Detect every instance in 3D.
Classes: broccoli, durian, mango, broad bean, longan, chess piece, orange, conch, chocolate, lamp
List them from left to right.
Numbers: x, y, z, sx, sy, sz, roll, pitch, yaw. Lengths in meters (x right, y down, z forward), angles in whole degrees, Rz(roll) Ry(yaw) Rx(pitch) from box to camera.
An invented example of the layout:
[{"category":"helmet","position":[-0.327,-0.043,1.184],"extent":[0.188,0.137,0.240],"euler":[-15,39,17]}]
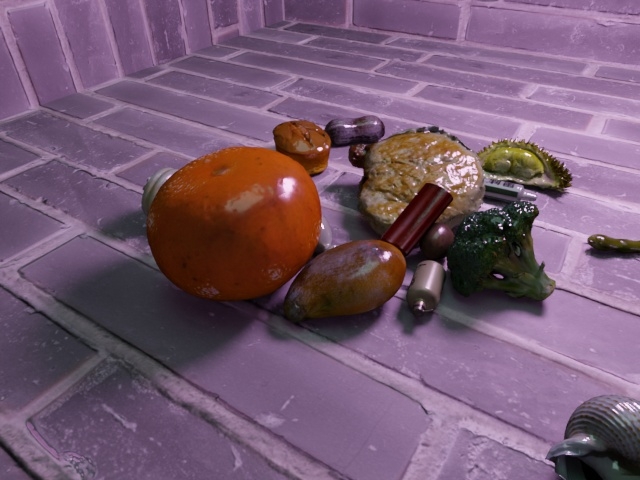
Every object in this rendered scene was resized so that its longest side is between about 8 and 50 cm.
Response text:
[{"category":"chess piece","position":[-0.361,-0.093,1.438],"extent":[0.297,0.176,0.176],"euler":[22,41,8]},{"category":"orange","position":[-0.202,-0.034,1.184],"extent":[0.423,0.326,0.424],"euler":[-11,40,9]},{"category":"lamp","position":[0.000,0.000,1.323],"extent":[0.106,0.106,0.193],"euler":[-21,49,-25]},{"category":"mango","position":[0.056,0.101,1.158],"extent":[0.316,0.146,0.193],"euler":[-25,40,-8]},{"category":"chocolate","position":[0.133,-0.433,1.891],"extent":[0.247,0.110,0.110],"euler":[-9,37,-6]},{"category":"longan","position":[0.313,0.008,1.303],"extent":[0.092,0.114,0.113],"euler":[13,39,28]},{"category":"broccoli","position":[0.455,0.033,1.181],"extent":[0.268,0.269,0.254],"euler":[21,47,27]},{"category":"durian","position":[0.678,-0.246,1.653],"extent":[0.351,0.158,0.169],"euler":[17,75,22]},{"category":"conch","position":[0.483,0.355,0.810],"extent":[0.199,0.131,0.173],"euler":[-24,63,14]},{"category":"broad bean","position":[0.860,0.010,1.324],"extent":[0.255,0.053,0.052],"euler":[1,-1,2]}]

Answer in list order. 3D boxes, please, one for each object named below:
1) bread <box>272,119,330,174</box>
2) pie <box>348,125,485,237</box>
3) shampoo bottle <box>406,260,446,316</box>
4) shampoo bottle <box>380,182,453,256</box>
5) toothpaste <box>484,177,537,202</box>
[{"category":"bread","position":[-0.070,-0.344,1.748],"extent":[0.195,0.143,0.270],"euler":[-13,36,-16]},{"category":"pie","position":[0.296,-0.167,1.483],"extent":[0.394,0.181,0.418],"euler":[-14,48,1]},{"category":"shampoo bottle","position":[0.252,0.123,1.165],"extent":[0.079,0.079,0.162],"euler":[13,40,18]},{"category":"shampoo bottle","position":[0.236,-0.034,1.283],"extent":[0.260,0.064,0.102],"euler":[-50,36,-6]},{"category":"toothpaste","position":[0.505,-0.183,1.582],"extent":[0.391,0.061,0.098],"euler":[18,36,26]}]
